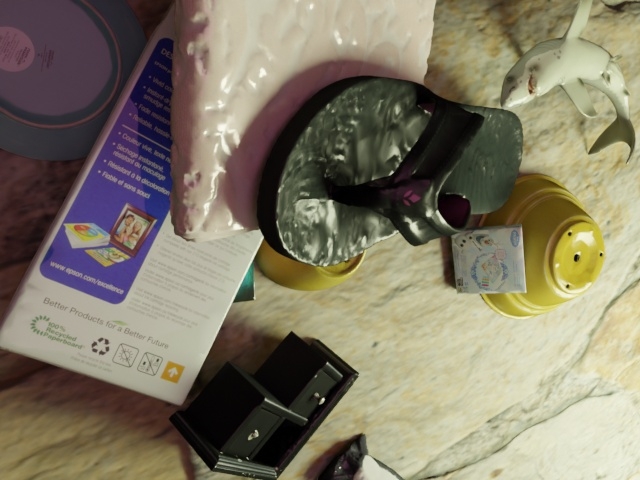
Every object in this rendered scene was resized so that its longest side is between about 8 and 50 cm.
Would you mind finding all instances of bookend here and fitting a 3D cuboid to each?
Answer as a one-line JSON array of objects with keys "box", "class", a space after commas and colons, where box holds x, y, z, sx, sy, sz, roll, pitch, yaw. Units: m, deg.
[{"box": [-0.049, 0.165, 0.564, 0.157, 0.072, 0.156, -49, 149, -11], "class": "bookend"}]

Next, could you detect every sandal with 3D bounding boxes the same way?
[{"box": [0.126, -0.078, 0.538, 0.445, 0.107, 0.168, -17, 115, -44], "class": "sandal"}]

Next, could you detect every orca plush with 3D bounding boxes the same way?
[{"box": [0.104, 0.404, 0.693, 0.287, 0.102, 0.151, 40, 43, -2], "class": "orca plush"}]

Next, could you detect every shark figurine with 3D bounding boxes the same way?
[{"box": [0.330, -0.213, 0.696, 0.278, 0.116, 0.166, 13, 96, -33], "class": "shark figurine"}]

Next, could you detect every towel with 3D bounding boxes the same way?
[{"box": [0.004, -0.186, 0.465, 0.316, 0.053, 0.332, -18, 121, -48], "class": "towel"}]

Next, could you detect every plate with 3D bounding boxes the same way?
[{"box": [-0.252, -0.168, 0.488, 0.188, 0.024, 0.188, -4, 101, -24], "class": "plate"}]

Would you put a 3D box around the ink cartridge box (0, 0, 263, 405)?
[{"box": [-0.135, -0.044, 0.508, 0.175, 0.069, 0.371, 28, 85, -24], "class": "ink cartridge box"}]

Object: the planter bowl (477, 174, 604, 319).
[{"box": [0.328, 0.018, 0.742, 0.217, 0.090, 0.217, -4, 100, -23], "class": "planter bowl"}]

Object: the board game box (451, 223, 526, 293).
[{"box": [0.225, 0.026, 0.705, 0.020, 0.089, 0.090, -37, 121, -64], "class": "board game box"}]

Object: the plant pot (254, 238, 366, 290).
[{"box": [0.000, 0.000, 0.588, 0.134, 0.095, 0.134, -4, 100, -24], "class": "plant pot"}]

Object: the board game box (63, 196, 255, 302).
[{"box": [-0.163, 0.012, 0.555, 0.186, 0.026, 0.126, -6, 101, -23], "class": "board game box"}]
